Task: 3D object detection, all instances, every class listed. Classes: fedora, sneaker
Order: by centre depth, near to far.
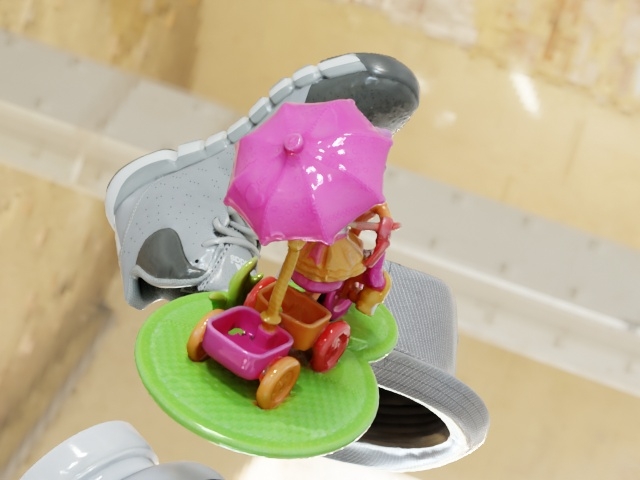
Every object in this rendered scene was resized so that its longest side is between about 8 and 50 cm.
[{"bbox_3d":[-0.031,-0.016,1.148,0.086,0.229,0.132,40,-148,-42],"label":"sneaker"},{"bbox_3d":[0.024,0.083,1.476,0.275,0.244,0.124,93,-168,-69],"label":"fedora"}]

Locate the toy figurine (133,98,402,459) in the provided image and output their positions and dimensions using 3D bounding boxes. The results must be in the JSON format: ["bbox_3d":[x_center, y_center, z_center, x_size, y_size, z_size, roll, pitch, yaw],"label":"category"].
[{"bbox_3d":[0.000,0.000,0.933,0.173,0.130,0.159,-28,-36,-49],"label":"toy figurine"}]

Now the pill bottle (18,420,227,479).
[{"bbox_3d":[-0.088,0.286,1.328,0.181,0.323,0.181,-35,-24,-17],"label":"pill bottle"}]
